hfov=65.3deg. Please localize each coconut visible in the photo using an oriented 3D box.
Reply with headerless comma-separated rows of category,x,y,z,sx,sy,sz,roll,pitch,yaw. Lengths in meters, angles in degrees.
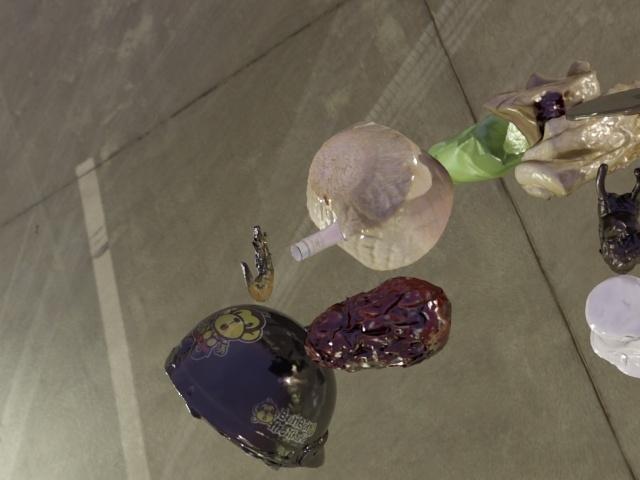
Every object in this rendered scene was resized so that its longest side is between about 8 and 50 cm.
coconut,0.129,-0.090,1.067,0.329,0.329,0.328,-3,84,26

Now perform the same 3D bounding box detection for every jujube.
jujube,0.064,0.094,0.554,0.166,0.104,0.104,-13,79,22

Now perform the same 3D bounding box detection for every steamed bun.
steamed bun,0.461,-0.230,0.909,0.247,0.428,0.189,-1,113,63

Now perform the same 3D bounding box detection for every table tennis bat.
table tennis bat,0.405,-0.169,0.581,0.234,0.131,0.022,8,120,59

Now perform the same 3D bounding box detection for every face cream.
face cream,0.000,0.000,0.738,0.020,0.115,0.038,-21,94,41

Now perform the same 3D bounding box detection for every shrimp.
shrimp,-0.176,0.070,1.392,0.051,0.150,0.217,-5,98,22

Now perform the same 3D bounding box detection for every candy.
candy,0.375,-0.210,1.224,0.132,0.343,0.142,-15,91,-7

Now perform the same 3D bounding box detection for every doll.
doll,0.397,-0.014,0.663,0.057,0.165,0.139,-3,49,22

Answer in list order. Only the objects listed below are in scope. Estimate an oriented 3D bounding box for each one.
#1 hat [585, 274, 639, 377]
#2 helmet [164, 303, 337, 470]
hat,0.561,0.135,0.894,0.203,0.126,0.203,-35,38,34
helmet,-0.068,0.187,0.707,0.160,0.279,0.230,-57,29,-1
